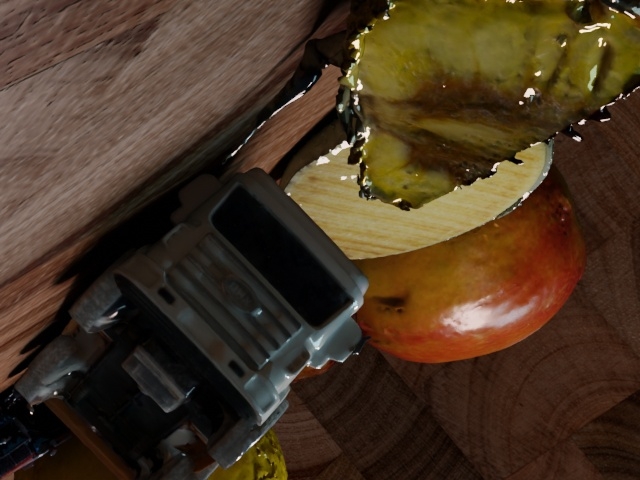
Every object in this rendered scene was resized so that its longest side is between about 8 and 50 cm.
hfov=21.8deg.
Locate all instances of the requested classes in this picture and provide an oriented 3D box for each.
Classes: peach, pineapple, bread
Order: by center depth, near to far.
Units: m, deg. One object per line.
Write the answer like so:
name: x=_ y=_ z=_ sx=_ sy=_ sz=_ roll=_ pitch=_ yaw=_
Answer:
pineapple: x=0.083 y=-0.141 z=0.996 sx=0.334 sy=0.158 sz=0.161 roll=142 pitch=-38 yaw=-60
bread: x=0.081 y=-0.061 z=1.503 sx=0.267 sy=0.040 sz=0.267 roll=-11 pitch=153 yaw=-6
peach: x=0.184 y=0.015 z=2.309 sx=0.372 sy=0.372 sz=0.290 roll=-38 pitch=144 yaw=-15

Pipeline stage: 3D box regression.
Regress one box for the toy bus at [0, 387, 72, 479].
toy bus: x=-0.300 y=0.189 z=1.421 sx=0.096 sy=0.074 sz=0.235 roll=-31 pitch=179 yaw=20

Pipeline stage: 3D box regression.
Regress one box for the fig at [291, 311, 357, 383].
fig: x=-0.082 y=0.068 z=1.663 sx=0.170 sy=0.146 sz=0.274 roll=-16 pitch=163 yaw=28

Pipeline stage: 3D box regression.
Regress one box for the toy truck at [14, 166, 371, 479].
toy truck: x=-0.098 y=0.078 z=1.324 sx=0.207 sy=0.173 sz=0.387 roll=-45 pitch=-179 yaw=-25

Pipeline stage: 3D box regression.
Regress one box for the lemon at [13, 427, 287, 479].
lemon: x=-0.169 y=0.231 z=1.618 sx=0.258 sy=0.310 sz=0.258 roll=-26 pitch=133 yaw=-32
